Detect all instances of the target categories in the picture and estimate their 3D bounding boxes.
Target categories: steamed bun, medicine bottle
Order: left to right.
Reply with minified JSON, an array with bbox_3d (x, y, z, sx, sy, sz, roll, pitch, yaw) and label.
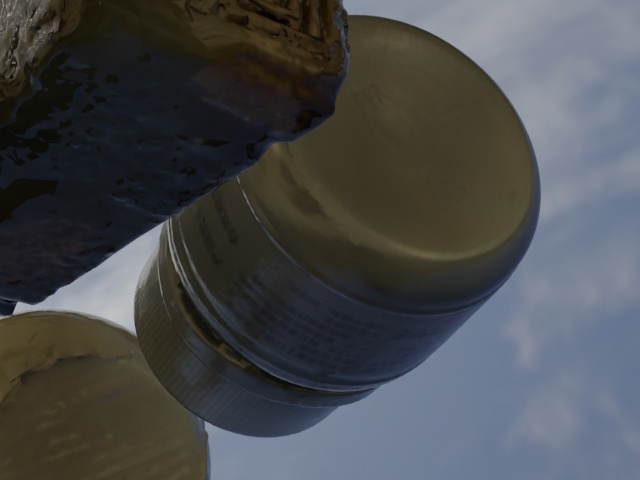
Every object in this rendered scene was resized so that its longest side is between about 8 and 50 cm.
[{"bbox_3d":[-0.262,0.207,1.801,0.309,0.309,0.309,-19,-160,7],"label":"steamed bun"},{"bbox_3d":[0.000,0.000,1.522,0.245,0.245,0.306,-39,174,-40],"label":"medicine bottle"}]

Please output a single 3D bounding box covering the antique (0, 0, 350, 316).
[{"bbox_3d":[-0.129,-0.070,1.003,0.284,0.150,0.125,-38,-138,39],"label":"antique"}]
